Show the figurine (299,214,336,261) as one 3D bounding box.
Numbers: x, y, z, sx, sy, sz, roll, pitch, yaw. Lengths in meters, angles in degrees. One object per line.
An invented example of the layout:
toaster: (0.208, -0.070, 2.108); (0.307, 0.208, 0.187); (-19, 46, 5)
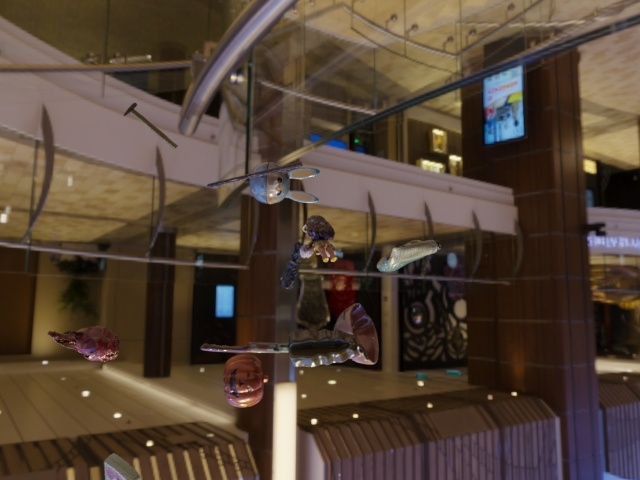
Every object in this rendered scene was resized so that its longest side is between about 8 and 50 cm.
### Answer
figurine: (0.000, -0.002, 2.228); (0.175, 0.240, 0.116); (2, 145, -28)

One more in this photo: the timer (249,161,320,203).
timer: (-0.149, -0.209, 1.969); (0.255, 0.175, 0.175); (11, 177, 23)

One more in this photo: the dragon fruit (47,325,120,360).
dragon fruit: (-0.615, 0.260, 1.381); (0.190, 0.094, 0.094); (16, 173, 2)

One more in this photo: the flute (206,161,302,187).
flute: (-0.170, -0.164, 1.319); (0.269, 0.014, 0.014); (-10, 170, 20)

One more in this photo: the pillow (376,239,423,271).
pillow: (0.350, 0.071, 2.243); (0.233, 0.086, 0.214); (-27, 173, -7)

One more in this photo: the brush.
brush: (-0.081, 0.211, 1.022); (0.301, 0.071, 0.084); (0, 168, -4)

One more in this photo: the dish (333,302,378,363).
dish: (0.113, 0.325, 1.786); (0.090, 0.213, 0.213); (-21, 164, 23)

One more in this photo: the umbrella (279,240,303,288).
umbrella: (-0.124, 0.108, 2.379); (0.071, 0.224, 0.080); (5, -162, -40)

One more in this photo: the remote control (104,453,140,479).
remote control: (-0.719, 0.915, 1.908); (0.145, 0.344, 0.050); (29, -143, 19)

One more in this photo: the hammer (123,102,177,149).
hammer: (-0.563, -0.374, 1.753); (0.199, 0.062, 0.013); (41, 156, -11)

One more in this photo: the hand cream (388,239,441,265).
hand cream: (0.353, 0.040, 1.965); (0.234, 0.080, 0.050); (-12, -142, -28)

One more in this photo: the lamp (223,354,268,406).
lamp: (-0.272, 0.514, 1.927); (0.164, 0.187, 0.187); (-4, 173, -5)
